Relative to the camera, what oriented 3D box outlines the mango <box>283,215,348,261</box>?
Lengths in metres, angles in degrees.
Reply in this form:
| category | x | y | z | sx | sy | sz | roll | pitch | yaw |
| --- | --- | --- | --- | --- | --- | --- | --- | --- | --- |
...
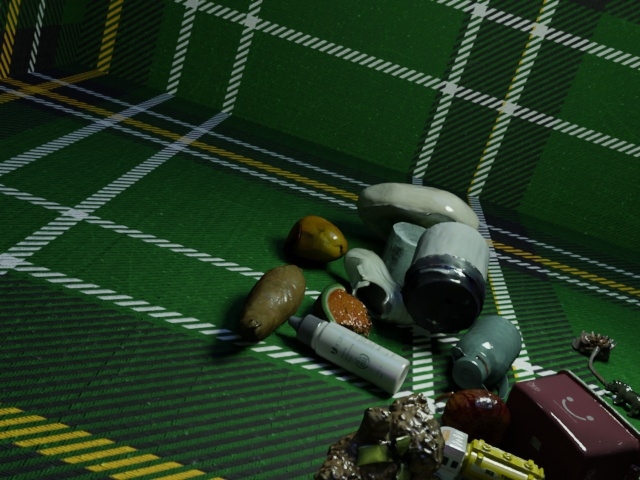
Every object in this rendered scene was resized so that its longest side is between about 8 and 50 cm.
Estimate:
| category | x | y | z | sx | sy | sz | roll | pitch | yaw |
| --- | --- | --- | --- | --- | --- | --- | --- | --- | --- |
| mango | 0.000 | 0.000 | 2.283 | 0.166 | 0.136 | 0.236 | 18 | 1 | -17 |

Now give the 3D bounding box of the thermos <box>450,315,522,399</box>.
| category | x | y | z | sx | sy | sz | roll | pitch | yaw |
| --- | --- | --- | --- | --- | --- | --- | --- | --- | --- |
| thermos | 0.421 | 0.310 | 1.898 | 0.182 | 0.145 | 0.286 | 57 | 30 | 4 |

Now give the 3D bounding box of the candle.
| category | x | y | z | sx | sy | sz | roll | pitch | yaw |
| --- | --- | --- | --- | --- | --- | --- | --- | --- | --- |
| candle | 0.348 | 0.081 | 2.032 | 0.221 | 0.221 | 0.342 | 20 | 37 | 3 |

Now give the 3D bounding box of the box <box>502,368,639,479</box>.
| category | x | y | z | sx | sy | sz | roll | pitch | yaw |
| --- | --- | --- | --- | --- | --- | --- | --- | --- | --- |
| box | 0.526 | 0.428 | 1.602 | 0.168 | 0.193 | 0.294 | -1 | 27 | -25 |

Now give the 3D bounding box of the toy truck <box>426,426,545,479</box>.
| category | x | y | z | sx | sy | sz | roll | pitch | yaw |
| --- | --- | --- | --- | --- | --- | --- | --- | --- | --- |
| toy truck | 0.311 | 0.447 | 1.451 | 0.227 | 0.114 | 0.098 | 21 | 20 | 9 |

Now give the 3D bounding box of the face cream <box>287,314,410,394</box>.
| category | x | y | z | sx | sy | sz | roll | pitch | yaw |
| --- | --- | --- | --- | --- | --- | --- | --- | --- | --- |
| face cream | 0.057 | 0.255 | 1.767 | 0.311 | 0.092 | 0.092 | 27 | 21 | 19 |

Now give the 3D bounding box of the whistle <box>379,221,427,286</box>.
| category | x | y | z | sx | sy | sz | roll | pitch | yaw |
| --- | --- | --- | --- | --- | --- | --- | --- | --- | --- |
| whistle | 0.337 | 0.095 | 2.332 | 0.188 | 0.168 | 0.405 | -6 | 35 | -47 |

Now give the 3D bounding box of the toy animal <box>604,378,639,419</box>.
| category | x | y | z | sx | sy | sz | roll | pitch | yaw |
| --- | --- | --- | --- | --- | --- | --- | --- | --- | --- |
| toy animal | 0.833 | 0.426 | 2.042 | 0.047 | 0.065 | 0.135 | 7 | 22 | -31 |

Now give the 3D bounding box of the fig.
| category | x | y | z | sx | sy | sz | roll | pitch | yaw |
| --- | --- | --- | --- | --- | --- | --- | --- | --- | --- |
| fig | 0.329 | 0.375 | 1.657 | 0.146 | 0.133 | 0.201 | 23 | 10 | -14 |

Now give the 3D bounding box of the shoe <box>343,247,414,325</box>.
| category | x | y | z | sx | sy | sz | roll | pitch | yaw |
| --- | --- | --- | --- | --- | --- | --- | --- | --- | --- |
| shoe | 0.132 | 0.133 | 2.115 | 0.159 | 0.124 | 0.316 | -2 | 32 | -42 |

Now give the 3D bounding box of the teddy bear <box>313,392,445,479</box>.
| category | x | y | z | sx | sy | sz | roll | pitch | yaw |
| --- | --- | --- | --- | --- | --- | --- | --- | --- | --- |
| teddy bear | 0.123 | 0.402 | 1.274 | 0.223 | 0.246 | 0.296 | -21 | 4 | 2 |

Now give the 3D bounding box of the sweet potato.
| category | x | y | z | sx | sy | sz | roll | pitch | yaw |
| --- | --- | --- | --- | --- | --- | --- | --- | --- | --- |
| sweet potato | -0.125 | 0.158 | 1.807 | 0.131 | 0.130 | 0.422 | 22 | 21 | 8 |

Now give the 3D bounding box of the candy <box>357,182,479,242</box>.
| category | x | y | z | sx | sy | sz | roll | pitch | yaw |
| --- | --- | --- | --- | --- | --- | --- | --- | --- | --- |
| candy | 0.329 | -0.081 | 2.550 | 0.427 | 0.186 | 0.386 | 15 | -23 | 13 |

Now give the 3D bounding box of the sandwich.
| category | x | y | z | sx | sy | sz | roll | pitch | yaw |
| --- | --- | --- | --- | --- | --- | --- | --- | --- | --- |
| sandwich | 0.045 | 0.194 | 1.954 | 0.159 | 0.079 | 0.235 | 24 | 21 | -17 |

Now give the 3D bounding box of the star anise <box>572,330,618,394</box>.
| category | x | y | z | sx | sy | sz | roll | pitch | yaw |
| --- | --- | --- | --- | --- | --- | --- | --- | --- | --- |
| star anise | 0.840 | 0.383 | 2.233 | 0.148 | 0.218 | 0.227 | 42 | 56 | -23 |
